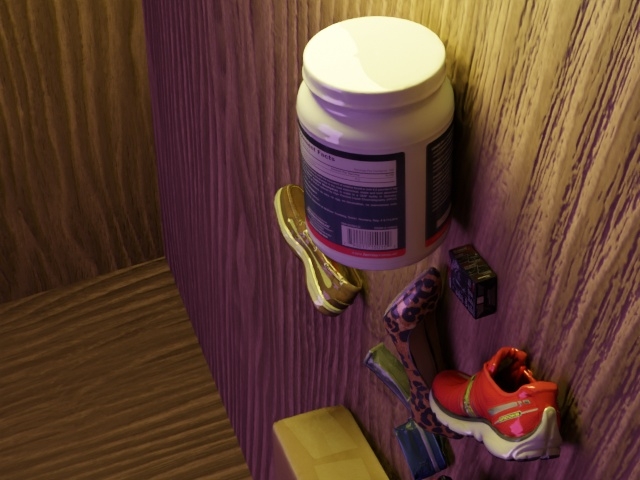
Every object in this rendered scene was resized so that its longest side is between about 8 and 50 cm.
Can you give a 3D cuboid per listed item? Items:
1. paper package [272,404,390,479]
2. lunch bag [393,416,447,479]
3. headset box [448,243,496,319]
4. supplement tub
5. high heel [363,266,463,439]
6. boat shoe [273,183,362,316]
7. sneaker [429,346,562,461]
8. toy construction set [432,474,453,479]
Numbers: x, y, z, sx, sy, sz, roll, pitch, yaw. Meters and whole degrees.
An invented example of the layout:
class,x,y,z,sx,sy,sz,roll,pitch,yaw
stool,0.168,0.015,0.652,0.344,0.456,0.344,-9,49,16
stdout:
class,x,y,z,sx,sy,sz,roll,pitch,yaw
paper package,0.030,0.533,2.346,0.325,0.168,0.310,-126,30,-61
lunch bag,0.158,0.318,1.930,0.067,0.065,0.098,68,180,-74
headset box,0.191,0.050,1.578,0.083,0.032,0.062,-123,23,-50
supplement tub,0.069,-0.116,1.531,0.191,0.191,0.272,-122,22,-46
high heel,0.170,0.162,1.751,0.186,0.093,0.261,44,142,18
boat shoe,0.006,0.000,2.134,0.095,0.095,0.258,-41,63,34
sneaker,0.224,0.188,1.539,0.279,0.107,0.118,-163,76,-69
toy construction set,0.194,0.447,1.728,0.327,0.151,0.215,-2,68,63
